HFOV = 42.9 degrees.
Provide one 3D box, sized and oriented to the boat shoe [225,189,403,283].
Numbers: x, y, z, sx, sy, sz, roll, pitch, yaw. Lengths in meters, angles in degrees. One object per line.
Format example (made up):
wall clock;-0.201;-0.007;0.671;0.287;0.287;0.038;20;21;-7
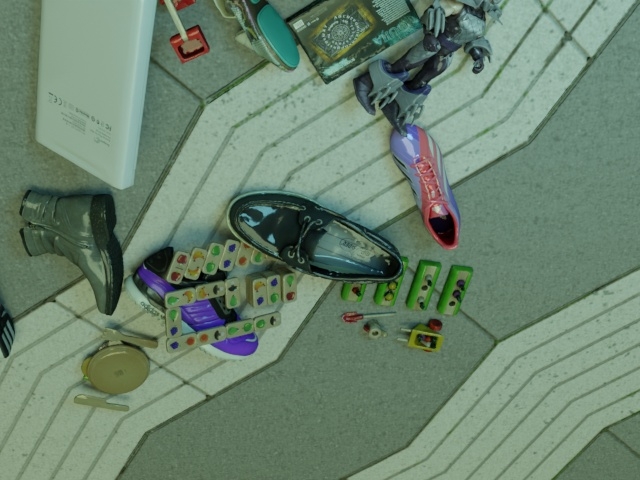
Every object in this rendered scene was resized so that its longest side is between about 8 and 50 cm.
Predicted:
boat shoe;-0.001;0.004;1.450;0.340;0.113;0.127;25;94;-17

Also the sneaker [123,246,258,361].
sneaker;-0.209;0.113;1.526;0.293;0.102;0.146;36;107;-26

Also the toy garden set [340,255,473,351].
toy garden set;0.161;0.132;1.608;0.244;0.049;0.204;8;121;-11

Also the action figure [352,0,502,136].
action figure;0.189;-0.301;1.297;0.185;0.099;0.285;16;132;-43

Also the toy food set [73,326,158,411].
toy food set;-0.410;0.254;1.637;0.132;0.038;0.192;18;113;-25

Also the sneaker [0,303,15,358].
sneaker;-0.677;0.113;1.475;0.162;0.106;0.281;-6;123;1

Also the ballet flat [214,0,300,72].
ballet flat;-0.114;-0.354;1.264;0.079;0.077;0.221;-16;119;34

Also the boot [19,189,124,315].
boot;-0.447;0.020;1.465;0.161;0.083;0.247;1;117;1

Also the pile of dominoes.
pile of dominoes;-0.160;0.094;1.474;0.251;0.040;0.196;-12;113;-30

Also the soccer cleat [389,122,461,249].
soccer cleat;0.193;-0.094;1.441;0.083;0.095;0.248;-22;122;8

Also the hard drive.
hard drive;-0.352;-0.256;1.246;0.203;0.040;0.308;29;123;22

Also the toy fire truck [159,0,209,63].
toy fire truck;-0.225;-0.371;1.196;0.047;0.135;0.192;-22;122;8

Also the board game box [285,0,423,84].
board game box;0.056;-0.349;1.306;0.186;0.026;0.126;-28;121;11
